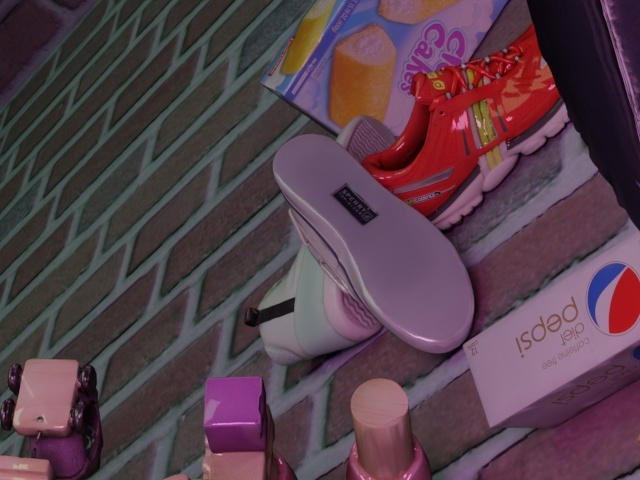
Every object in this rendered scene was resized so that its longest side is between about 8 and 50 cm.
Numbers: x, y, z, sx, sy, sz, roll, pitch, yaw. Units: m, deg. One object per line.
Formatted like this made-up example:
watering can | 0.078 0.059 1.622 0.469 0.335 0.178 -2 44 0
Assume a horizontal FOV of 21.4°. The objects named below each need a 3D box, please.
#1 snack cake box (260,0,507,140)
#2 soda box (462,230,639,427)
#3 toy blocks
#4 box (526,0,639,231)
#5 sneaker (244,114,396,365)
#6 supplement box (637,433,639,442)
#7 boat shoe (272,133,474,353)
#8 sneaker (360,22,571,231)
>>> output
snack cake box | 0.079 -0.223 1.719 0.264 0.152 0.089 -57 22 1
soda box | 0.201 0.056 1.161 0.216 0.074 0.069 -38 59 39
toy blocks | -0.076 0.270 1.253 0.260 0.308 0.289 81 -166 -55
box | 0.287 -0.312 0.758 0.479 0.472 0.297 -20 27 4
sneaker | 0.000 0.000 1.640 0.151 0.094 0.256 -28 40 43
supplement box | 0.245 0.104 1.058 0.083 0.055 0.043 -60 22 -11
boat shoe | 0.050 0.011 1.485 0.095 0.084 0.258 -27 56 -12
sneaker | 0.140 -0.123 1.499 0.279 0.118 0.107 -49 24 19
